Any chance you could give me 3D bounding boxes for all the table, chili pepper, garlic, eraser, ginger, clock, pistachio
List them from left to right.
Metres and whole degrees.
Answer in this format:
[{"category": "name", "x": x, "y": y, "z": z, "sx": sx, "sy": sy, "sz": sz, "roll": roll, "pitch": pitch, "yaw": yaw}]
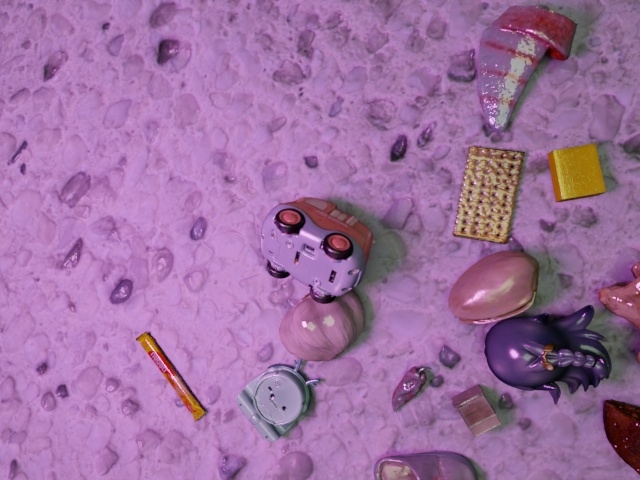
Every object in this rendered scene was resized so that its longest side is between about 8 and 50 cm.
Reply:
[{"category": "clock", "x": -0.104, "y": 0.404, "z": 1.075, "sx": 0.211, "sy": 0.066, "sz": 0.159, "roll": -45, "pitch": 82, "yaw": 6}, {"category": "garlic", "x": 0.005, "y": 0.212, "z": 1.023, "sx": 0.229, "sy": 0.143, "sz": 0.178, "roll": -34, "pitch": 81, "yaw": -1}, {"category": "chili pepper", "x": 0.223, "y": 0.367, "z": 1.026, "sx": 0.050, "sy": 0.041, "sz": 0.153, "roll": 40, "pitch": 113, "yaw": 29}, {"category": "table", "x": 0.373, "y": 0.409, "z": 0.983, "sx": 0.079, "sy": 0.062, "sz": 0.083, "roll": -32, "pitch": 83, "yaw": 8}, {"category": "pistachio", "x": 0.410, "y": 0.115, "z": 0.958, "sx": 0.223, "sy": 0.126, "sz": 0.152, "roll": -41, "pitch": 48, "yaw": 12}, {"category": "eraser", "x": 0.602, "y": -0.159, "z": 0.965, "sx": 0.097, "sy": 0.045, "sz": 0.122, "roll": -11, "pitch": 85, "yaw": 10}, {"category": "ginger", "x": 0.751, "y": 0.177, "z": 0.887, "sx": 0.276, "sy": 0.130, "sz": 0.221, "roll": 29, "pitch": 102, "yaw": 15}]

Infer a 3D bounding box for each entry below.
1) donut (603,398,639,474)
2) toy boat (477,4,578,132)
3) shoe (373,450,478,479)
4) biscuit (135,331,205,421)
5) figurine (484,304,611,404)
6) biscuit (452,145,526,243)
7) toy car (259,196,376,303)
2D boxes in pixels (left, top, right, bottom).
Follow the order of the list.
[{"category": "donut", "x": 0.715, "y": 0.461, "z": 0.891, "sx": 0.144, "sy": 0.126, "sz": 0.186, "roll": -2, "pitch": 88, "yaw": 18}, {"category": "toy boat", "x": 0.462, "y": -0.410, "z": 0.992, "sx": 0.206, "sy": 0.096, "sz": 0.282, "roll": 27, "pitch": 106, "yaw": 17}, {"category": "shoe", "x": 0.251, "y": 0.579, "z": 0.985, "sx": 0.251, "sy": 0.100, "sz": 0.103, "roll": -6, "pitch": 87, "yaw": 13}, {"category": "biscuit", "x": -0.425, "y": 0.380, "z": 1.158, "sx": 0.292, "sy": 0.026, "sz": 0.048, "roll": 50, "pitch": 117, "yaw": 9}, {"category": "figurine", "x": 0.512, "y": 0.250, "z": 0.916, "sx": 0.265, "sy": 0.197, "sz": 0.175, "roll": -15, "pitch": 50, "yaw": 13}, {"category": "biscuit", "x": 0.417, "y": -0.112, "z": 1.013, "sx": 0.139, "sy": 0.016, "sz": 0.231, "roll": 10, "pitch": 90, "yaw": 11}, {"category": "toy car", "x": 0.000, "y": 0.000, "z": 0.999, "sx": 0.271, "sy": 0.212, "sz": 0.180, "roll": 27, "pitch": 133, "yaw": 13}]
